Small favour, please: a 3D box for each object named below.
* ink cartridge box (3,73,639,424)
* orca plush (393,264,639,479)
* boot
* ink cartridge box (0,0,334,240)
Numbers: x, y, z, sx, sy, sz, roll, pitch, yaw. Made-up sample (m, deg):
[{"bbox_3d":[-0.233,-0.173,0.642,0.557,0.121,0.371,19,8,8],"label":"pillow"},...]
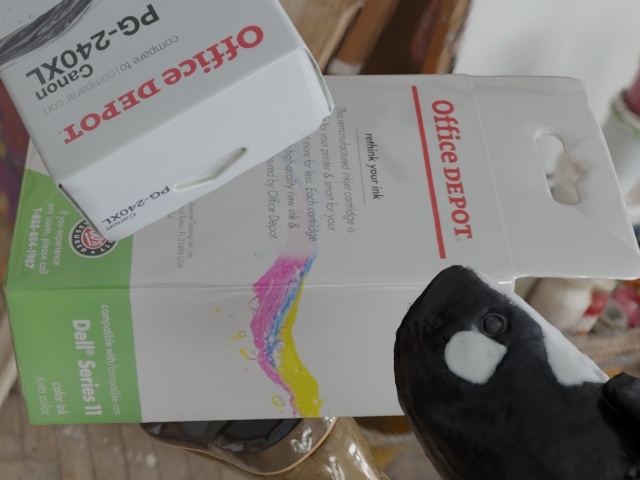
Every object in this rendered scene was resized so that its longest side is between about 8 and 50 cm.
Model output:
[{"bbox_3d":[0.000,0.000,0.877,0.353,0.119,0.207,-1,41,-2],"label":"ink cartridge box"},{"bbox_3d":[0.105,0.151,0.576,0.102,0.151,0.287,-33,95,-19],"label":"orca plush"},{"bbox_3d":[-0.049,0.144,1.082,0.112,0.305,0.115,-48,113,-12],"label":"boot"},{"bbox_3d":[-0.079,-0.093,0.574,0.109,0.063,0.150,-30,67,-2],"label":"ink cartridge box"}]
